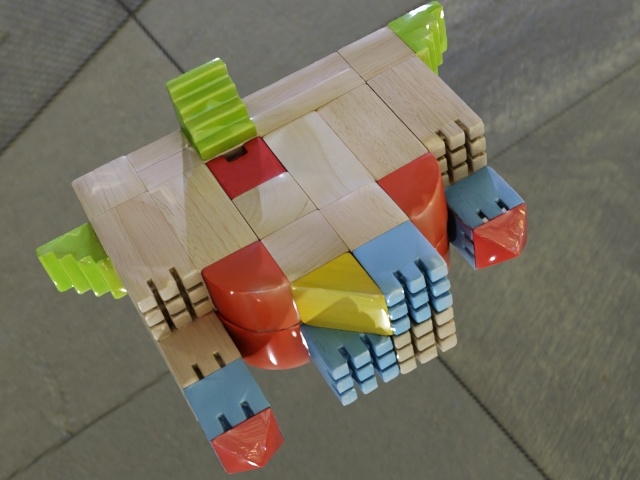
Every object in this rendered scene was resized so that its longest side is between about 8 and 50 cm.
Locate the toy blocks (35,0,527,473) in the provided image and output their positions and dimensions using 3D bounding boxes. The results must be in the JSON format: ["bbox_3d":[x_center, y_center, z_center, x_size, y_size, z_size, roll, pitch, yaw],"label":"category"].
[{"bbox_3d":[0.000,0.000,0.819,0.381,0.191,0.261,-28,50,-11],"label":"toy blocks"}]
